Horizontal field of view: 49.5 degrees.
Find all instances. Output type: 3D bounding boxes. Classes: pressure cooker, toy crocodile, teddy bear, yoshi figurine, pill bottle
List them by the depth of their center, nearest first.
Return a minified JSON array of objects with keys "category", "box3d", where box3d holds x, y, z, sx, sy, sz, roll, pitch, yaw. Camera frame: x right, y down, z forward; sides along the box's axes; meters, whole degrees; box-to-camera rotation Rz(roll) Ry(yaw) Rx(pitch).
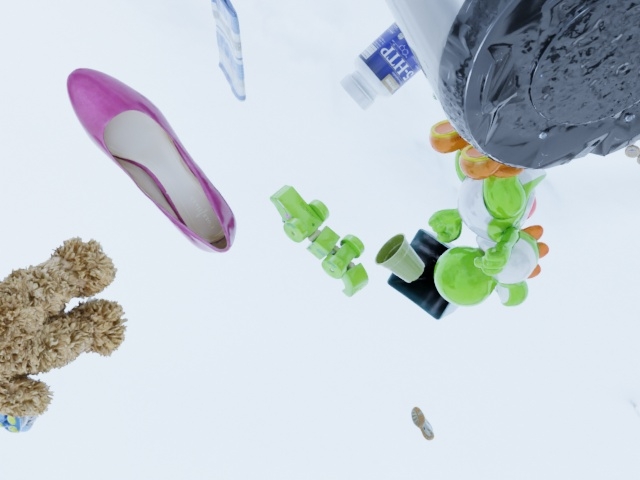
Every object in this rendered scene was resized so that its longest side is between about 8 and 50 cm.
[{"category":"pressure cooker","box3d":[0.253,-0.345,0.845,0.376,0.420,0.370,-19,143,3]},{"category":"teddy bear","box3d":[-0.396,0.114,0.852,0.338,0.113,0.245,0,104,-40]},{"category":"yoshi figurine","box3d":[0.255,-0.014,1.156,0.203,0.203,0.362,6,133,32]},{"category":"pill bottle","box3d":[0.136,-0.367,1.469,0.187,0.112,0.112,-42,115,12]},{"category":"toy crocodile","box3d":[0.000,0.000,1.784,0.340,0.115,0.105,46,147,-6]}]

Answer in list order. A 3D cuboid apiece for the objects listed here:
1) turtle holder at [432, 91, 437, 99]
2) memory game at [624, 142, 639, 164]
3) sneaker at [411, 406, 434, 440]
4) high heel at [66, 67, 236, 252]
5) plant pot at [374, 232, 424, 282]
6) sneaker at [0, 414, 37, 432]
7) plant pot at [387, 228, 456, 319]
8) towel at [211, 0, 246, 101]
[{"category":"turtle holder","box3d":[0.427,-0.489,1.749,0.243,0.320,0.227,37,148,23]},{"category":"memory game","box3d":[0.818,-0.243,1.663,0.186,0.012,0.186,17,141,15]},{"category":"sneaker","box3d":[0.234,0.420,1.598,0.032,0.037,0.083,-28,84,11]},{"category":"high heel","box3d":[-0.182,-0.083,0.755,0.082,0.117,0.244,-36,115,-5]},{"category":"plant pot","box3d":[0.165,0.042,1.400,0.079,0.083,0.083,43,125,-18]},{"category":"sneaker","box3d":[-0.478,0.260,1.096,0.067,0.078,0.188,27,162,-5]},{"category":"plant pot","box3d":[0.318,0.082,1.786,0.165,0.234,0.165,36,106,24]},{"category":"towel","box3d":[-0.261,-0.557,1.960,0.034,0.209,0.285,-17,140,-15]}]
